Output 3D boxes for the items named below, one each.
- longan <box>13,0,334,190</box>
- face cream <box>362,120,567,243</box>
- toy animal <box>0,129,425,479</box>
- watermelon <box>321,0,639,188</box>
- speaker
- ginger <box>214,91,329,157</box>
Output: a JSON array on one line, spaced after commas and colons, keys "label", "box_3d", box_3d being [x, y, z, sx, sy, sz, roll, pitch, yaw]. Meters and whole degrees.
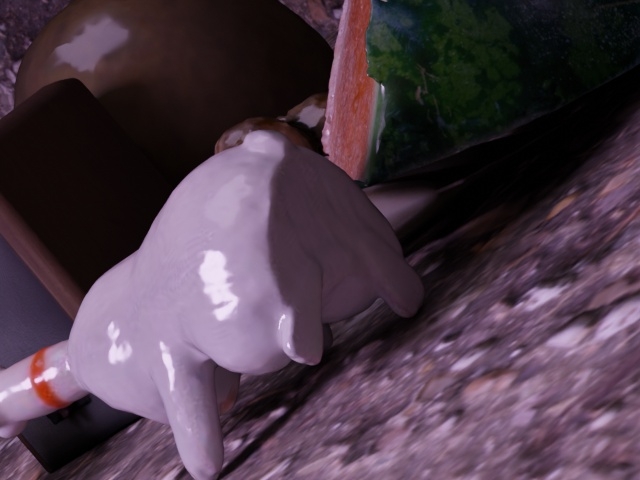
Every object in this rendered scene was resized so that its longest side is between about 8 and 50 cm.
[{"label": "longan", "box_3d": [-0.121, -0.098, 1.600, 0.297, 0.297, 0.297, -38, 8, 6]}, {"label": "face cream", "box_3d": [0.000, 0.000, 1.230, 0.341, 0.084, 0.137, -24, 2, 39]}, {"label": "toy animal", "box_3d": [-0.071, 0.055, 1.052, 0.282, 0.138, 0.140, -41, -3, 41]}, {"label": "watermelon", "box_3d": [0.086, -0.182, 1.176, 0.319, 0.222, 0.292, -28, 3, -10]}, {"label": "speaker", "box_3d": [-0.201, 0.023, 1.405, 0.153, 0.231, 0.192, -32, 10, 38]}, {"label": "ginger", "box_3d": [0.014, -0.071, 1.323, 0.204, 0.104, 0.080, -25, -20, -33]}]
